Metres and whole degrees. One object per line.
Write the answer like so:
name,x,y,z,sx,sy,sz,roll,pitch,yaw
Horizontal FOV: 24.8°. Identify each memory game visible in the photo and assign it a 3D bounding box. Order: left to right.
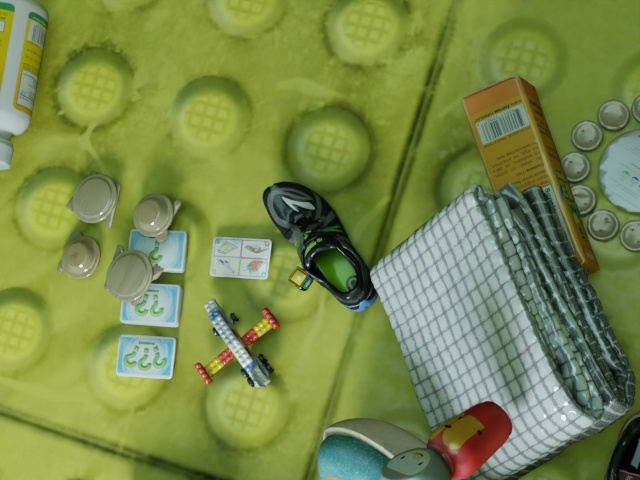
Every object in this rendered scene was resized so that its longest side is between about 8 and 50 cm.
memory game,0.363,-0.078,1.651,0.186,0.012,0.186,-3,79,14

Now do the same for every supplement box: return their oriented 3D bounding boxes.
supplement box,0.237,-0.063,1.641,0.080,0.078,0.233,-21,76,21

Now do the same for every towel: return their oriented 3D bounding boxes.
towel,0.191,0.101,1.554,0.235,0.121,0.284,-44,63,50

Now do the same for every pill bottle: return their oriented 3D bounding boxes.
pill bottle,-0.413,-0.199,1.818,0.117,0.117,0.208,5,81,15

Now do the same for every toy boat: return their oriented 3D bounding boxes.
toy boat,0.094,0.276,1.504,0.148,0.318,0.267,-33,69,-29

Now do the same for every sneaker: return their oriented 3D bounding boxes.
sneaker,0.000,0.000,1.695,0.067,0.078,0.188,-39,72,4
sneaker,0.326,0.268,1.562,0.072,0.077,0.178,9,83,17

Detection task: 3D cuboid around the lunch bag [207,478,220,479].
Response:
lunch bag,-0.169,0.355,1.669,0.128,0.096,0.151,-12,63,15

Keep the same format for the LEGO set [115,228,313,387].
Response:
LEGO set,-0.132,0.079,1.724,0.244,0.060,0.183,3,81,18

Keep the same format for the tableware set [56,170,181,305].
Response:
tableware set,-0.252,-0.004,1.781,0.168,0.020,0.141,18,84,27
